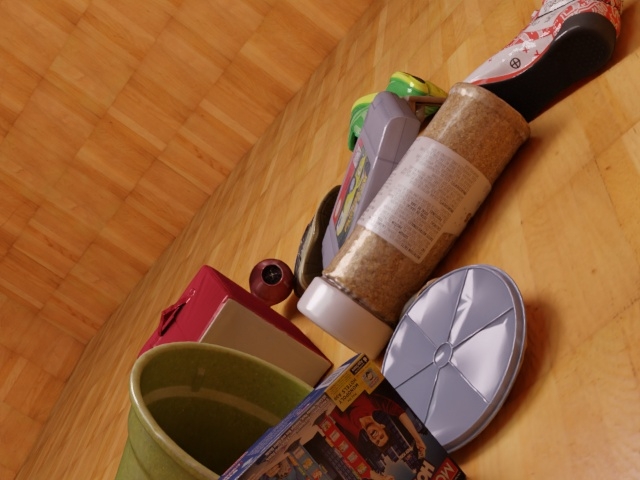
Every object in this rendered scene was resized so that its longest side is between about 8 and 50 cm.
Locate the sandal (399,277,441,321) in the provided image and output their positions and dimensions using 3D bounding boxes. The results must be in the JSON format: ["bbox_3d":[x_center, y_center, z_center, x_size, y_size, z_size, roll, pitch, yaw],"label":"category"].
[{"bbox_3d":[0.135,0.071,0.941,0.072,0.049,0.180,-58,16,-12],"label":"sandal"}]

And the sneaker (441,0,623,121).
[{"bbox_3d":[0.281,-0.243,1.119,0.270,0.090,0.145,-30,27,50],"label":"sneaker"}]

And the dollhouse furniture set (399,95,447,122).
[{"bbox_3d":[0.173,-0.150,1.360,0.144,0.123,0.151,-152,63,-75],"label":"dollhouse furniture set"}]

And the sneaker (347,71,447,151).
[{"bbox_3d":[0.133,-0.214,1.520,0.295,0.109,0.123,161,127,-70],"label":"sneaker"}]

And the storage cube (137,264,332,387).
[{"bbox_3d":[-0.131,0.174,1.224,0.183,0.215,0.193,-54,21,-2],"label":"storage cube"}]

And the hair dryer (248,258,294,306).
[{"bbox_3d":[-0.104,0.133,1.458,0.223,0.080,0.293,-75,4,-48],"label":"hair dryer"}]

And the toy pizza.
[{"bbox_3d":[0.131,0.118,0.835,0.201,0.032,0.201,-43,31,34],"label":"toy pizza"}]

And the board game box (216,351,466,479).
[{"bbox_3d":[0.026,0.232,0.718,0.194,0.194,0.060,-40,2,-33],"label":"board game box"}]

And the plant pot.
[{"bbox_3d":[-0.118,0.289,0.896,0.254,0.276,0.276,-63,12,14],"label":"plant pot"}]

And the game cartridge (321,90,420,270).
[{"bbox_3d":[0.067,-0.062,1.254,0.196,0.060,0.294,-107,34,-67],"label":"game cartridge"}]

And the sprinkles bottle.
[{"bbox_3d":[0.118,-0.025,1.067,0.355,0.121,0.121,-55,15,-3],"label":"sprinkles bottle"}]

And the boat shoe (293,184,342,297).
[{"bbox_3d":[0.001,0.001,1.449,0.073,0.080,0.223,-31,32,48],"label":"boat shoe"}]
